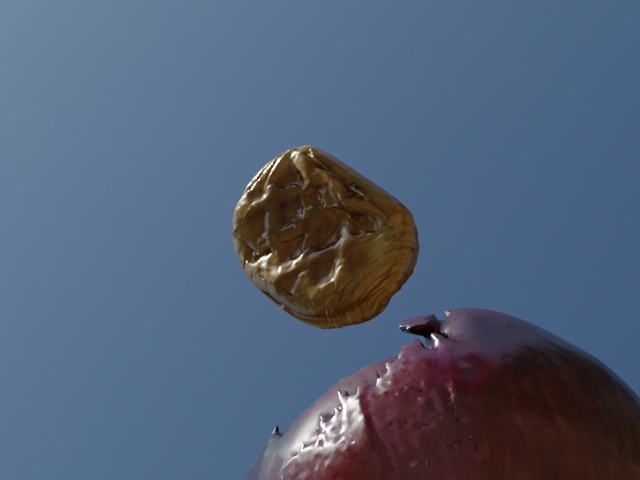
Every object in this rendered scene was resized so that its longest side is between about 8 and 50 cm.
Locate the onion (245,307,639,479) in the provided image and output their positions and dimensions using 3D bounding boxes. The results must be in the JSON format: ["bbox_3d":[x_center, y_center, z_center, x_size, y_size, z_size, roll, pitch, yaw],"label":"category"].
[{"bbox_3d":[0.081,0.177,0.730,0.276,0.276,0.276,0,-90,6],"label":"onion"}]

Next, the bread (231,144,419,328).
[{"bbox_3d":[0.000,0.000,0.676,0.111,0.044,0.083,35,-86,34],"label":"bread"}]
